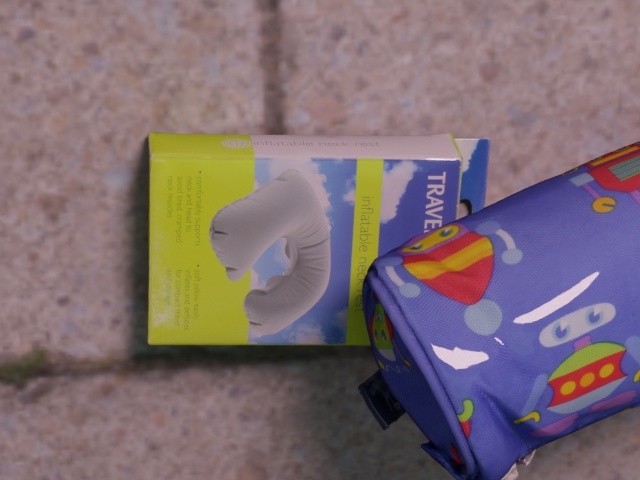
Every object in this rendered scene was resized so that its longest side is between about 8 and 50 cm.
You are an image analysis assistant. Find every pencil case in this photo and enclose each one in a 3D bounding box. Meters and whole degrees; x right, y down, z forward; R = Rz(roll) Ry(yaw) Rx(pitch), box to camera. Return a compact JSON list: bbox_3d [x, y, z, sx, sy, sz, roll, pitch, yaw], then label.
[{"bbox_3d":[0.168,0.019,0.855,0.306,0.119,0.133,-23,109,-9],"label":"pencil case"}]

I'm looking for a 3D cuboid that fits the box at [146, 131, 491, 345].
[{"bbox_3d":[0.000,0.000,0.896,0.178,0.042,0.109,0,113,-6],"label":"box"}]
